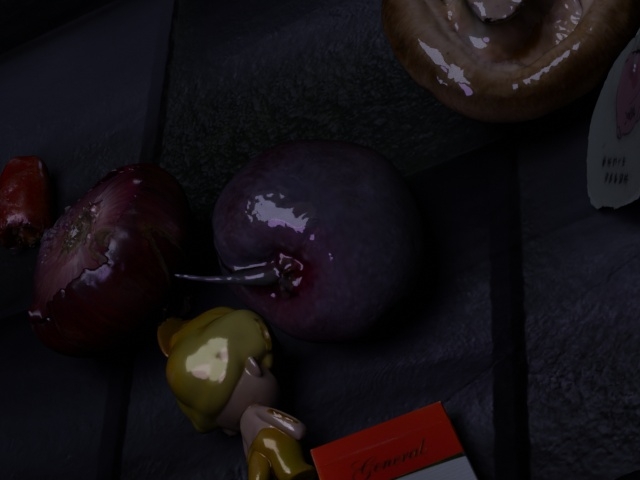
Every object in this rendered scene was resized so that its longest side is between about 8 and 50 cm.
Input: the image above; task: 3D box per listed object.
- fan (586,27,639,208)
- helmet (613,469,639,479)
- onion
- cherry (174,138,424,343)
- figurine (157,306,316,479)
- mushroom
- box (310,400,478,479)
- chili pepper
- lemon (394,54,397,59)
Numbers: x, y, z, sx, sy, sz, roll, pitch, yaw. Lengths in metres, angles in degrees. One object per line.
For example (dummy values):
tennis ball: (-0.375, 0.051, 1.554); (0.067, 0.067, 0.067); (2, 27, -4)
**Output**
fan: (0.303, -0.180, 1.484); (0.182, 0.010, 0.310); (-172, 94, -76)
helmet: (0.264, 0.266, 1.191); (0.230, 0.160, 0.279); (-46, 43, 5)
onion: (-0.235, 0.027, 1.788); (0.248, 0.161, 0.248); (-24, 37, 20)
cherry: (0.000, 0.000, 1.577); (0.266, 0.213, 0.183); (-46, -3, -37)
figurine: (-0.081, 0.162, 1.595); (0.246, 0.131, 0.156); (55, 134, 39)
mushroom: (0.199, -0.247, 1.621); (0.278, 0.146, 0.278); (-6, 66, 14)
box: (0.089, 0.261, 1.397); (0.139, 0.035, 0.245); (-21, 44, -5)
chili pepper: (-0.387, -0.053, 2.044); (0.073, 0.070, 0.123); (-40, 42, 35)
lemon: (0.131, -0.233, 1.731); (0.111, 0.082, 0.082); (-43, 42, -2)
